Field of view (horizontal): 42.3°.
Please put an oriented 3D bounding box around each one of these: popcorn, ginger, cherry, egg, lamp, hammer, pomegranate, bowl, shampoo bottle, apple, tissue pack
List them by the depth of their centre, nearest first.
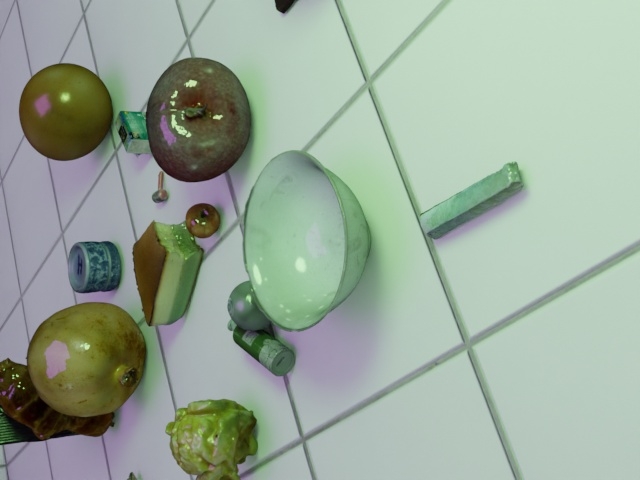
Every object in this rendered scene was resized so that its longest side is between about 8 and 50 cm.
[{"bbox_3d":[0.000,0.000,1.468,0.313,0.146,0.313,0,91,52],"label":"bowl"},{"bbox_3d":[-0.139,0.132,1.692,0.105,0.105,0.105,1,92,53],"label":"lamp"},{"bbox_3d":[-0.130,0.210,1.719,0.204,0.065,0.065,29,113,49],"label":"shampoo bottle"},{"bbox_3d":[-0.224,0.424,1.738,0.167,0.187,0.185,-43,28,25],"label":"popcorn"},{"bbox_3d":[-0.266,-0.250,1.766,0.307,0.221,0.261,177,100,-66],"label":"cherry"},{"bbox_3d":[-0.268,-0.044,1.882,0.071,0.084,0.084,100,151,-59],"label":"apple"},{"bbox_3d":[-0.408,-0.138,2.111,0.052,0.031,0.083,-16,67,49],"label":"hammer"},{"bbox_3d":[-0.479,-0.273,2.153,0.079,0.085,0.111,-58,49,38],"label":"tissue pack"},{"bbox_3d":[-0.597,0.310,2.160,0.319,0.319,0.319,1,92,53],"label":"pomegranate"},{"bbox_3d":[-0.741,0.414,2.317,0.152,0.357,0.274,14,94,65],"label":"ginger"},{"bbox_3d":[-0.719,-0.355,2.335,0.322,0.250,0.250,-51,51,55],"label":"egg"}]

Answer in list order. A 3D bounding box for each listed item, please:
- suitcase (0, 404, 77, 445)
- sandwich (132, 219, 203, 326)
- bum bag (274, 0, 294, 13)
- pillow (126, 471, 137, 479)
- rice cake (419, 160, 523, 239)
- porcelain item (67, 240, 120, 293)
[{"bbox_3d":[-0.843,0.479,2.440,0.152,0.335,0.229,161,104,-67],"label":"suitcase"},{"bbox_3d":[-0.360,0.073,1.980,0.186,0.108,0.220,-39,58,47],"label":"sandwich"},{"bbox_3d":[-0.070,-0.546,1.651,0.109,0.026,0.159,-38,61,48],"label":"bum bag"},{"bbox_3d":[-0.524,0.785,2.247,0.173,0.067,0.270,52,129,45],"label":"pillow"},{"bbox_3d":[0.228,-0.057,1.256,0.211,0.034,0.043,-33,56,49],"label":"rice cake"},{"bbox_3d":[-0.637,0.075,2.344,0.147,0.114,0.147,1,92,51],"label":"porcelain item"}]
